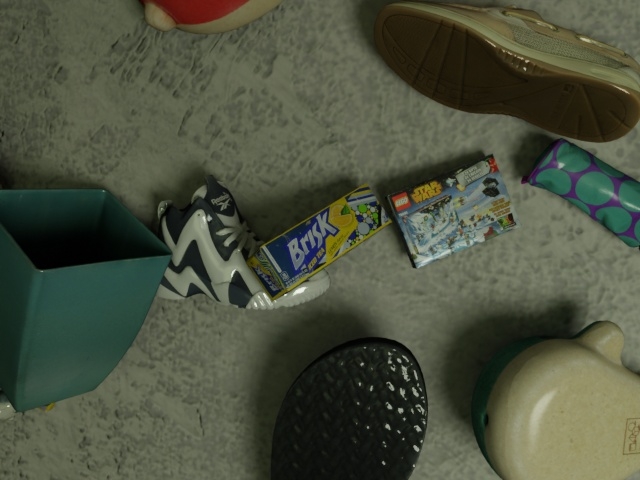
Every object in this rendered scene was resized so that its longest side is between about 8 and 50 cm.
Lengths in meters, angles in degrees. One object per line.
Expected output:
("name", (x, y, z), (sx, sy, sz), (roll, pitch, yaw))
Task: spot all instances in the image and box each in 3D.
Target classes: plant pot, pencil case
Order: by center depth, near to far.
("pencil case", (0.312, -0.053, 0.648), (0.151, 0.064, 0.070), (35, 137, 7))
("plant pot", (-0.324, 0.078, 0.704), (0.165, 0.165, 0.234), (38, 116, 30))

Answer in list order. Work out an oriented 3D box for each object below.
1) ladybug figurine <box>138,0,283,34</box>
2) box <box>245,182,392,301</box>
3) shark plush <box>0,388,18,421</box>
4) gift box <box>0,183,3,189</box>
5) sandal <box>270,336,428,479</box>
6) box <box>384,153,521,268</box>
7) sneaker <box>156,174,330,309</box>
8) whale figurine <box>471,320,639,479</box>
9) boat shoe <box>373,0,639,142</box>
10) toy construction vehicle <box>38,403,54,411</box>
("ladybug figurine", (-0.105, -0.456, 0.647), (0.304, 0.162, 0.450), (24, 98, 8))
("box", (0.000, 0.000, 0.665), (0.168, 0.054, 0.059), (-33, 87, -31))
("shark plush", (-0.461, 0.220, 0.813), (0.161, 0.073, 0.067), (-17, 61, 15))
("gift box", (-0.593, -0.049, 0.721), (0.254, 0.258, 0.277), (22, 117, 6))
("sandal", (0.017, 0.305, 0.718), (0.167, 0.107, 0.446), (15, 109, 8))
("box", (0.157, -0.035, 0.681), (0.136, 0.027, 0.094), (-21, 90, -3))
("sneaker", (-0.104, -0.004, 0.710), (0.234, 0.094, 0.153), (4, 103, 20))
("whale figurine", (0.299, 0.193, 0.651), (0.271, 0.141, 0.217), (1, 95, -14))
("boat shoe", (0.210, -0.208, 0.647), (0.302, 0.109, 0.098), (21, 58, 9))
("toy construction vehicle", (-0.386, 0.193, 0.780), (0.098, 0.086, 0.035), (26, 104, 7))
